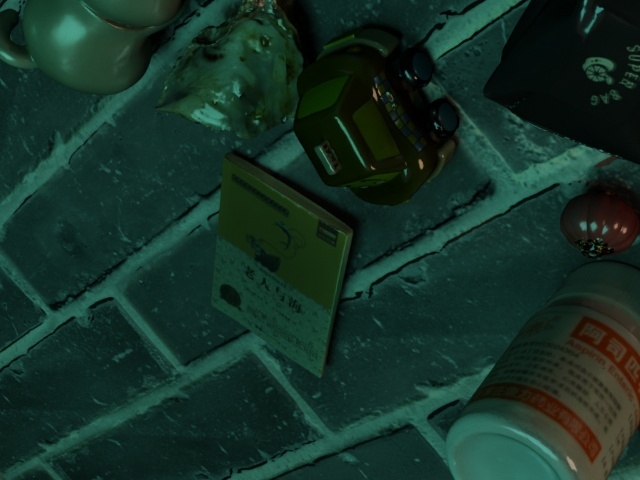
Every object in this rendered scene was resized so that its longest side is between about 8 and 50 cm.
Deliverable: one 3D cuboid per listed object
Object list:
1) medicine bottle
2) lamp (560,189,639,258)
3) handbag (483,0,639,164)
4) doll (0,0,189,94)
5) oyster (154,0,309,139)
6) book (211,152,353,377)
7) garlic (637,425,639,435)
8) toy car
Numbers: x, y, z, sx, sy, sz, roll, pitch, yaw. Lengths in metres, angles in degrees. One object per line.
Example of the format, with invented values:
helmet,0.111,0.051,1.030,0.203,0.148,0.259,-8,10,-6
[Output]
medicine bottle,0.344,0.208,1.755,0.211,0.371,0.211,23,136,24
lamp,0.382,-0.022,1.744,0.107,0.092,0.107,16,162,5
handbag,0.384,-0.224,1.547,0.288,0.152,0.342,29,139,-1
doll,-0.325,-0.375,1.946,0.370,0.226,0.215,-37,66,40
oyster,-0.103,-0.271,1.945,0.204,0.111,0.396,31,140,-12
book,-0.077,0.051,2.213,0.269,0.032,0.389,32,140,21
garlic,0.531,0.269,1.860,0.159,0.102,0.147,48,138,-5
toy car,0.059,-0.155,1.815,0.204,0.198,0.248,-14,115,44
